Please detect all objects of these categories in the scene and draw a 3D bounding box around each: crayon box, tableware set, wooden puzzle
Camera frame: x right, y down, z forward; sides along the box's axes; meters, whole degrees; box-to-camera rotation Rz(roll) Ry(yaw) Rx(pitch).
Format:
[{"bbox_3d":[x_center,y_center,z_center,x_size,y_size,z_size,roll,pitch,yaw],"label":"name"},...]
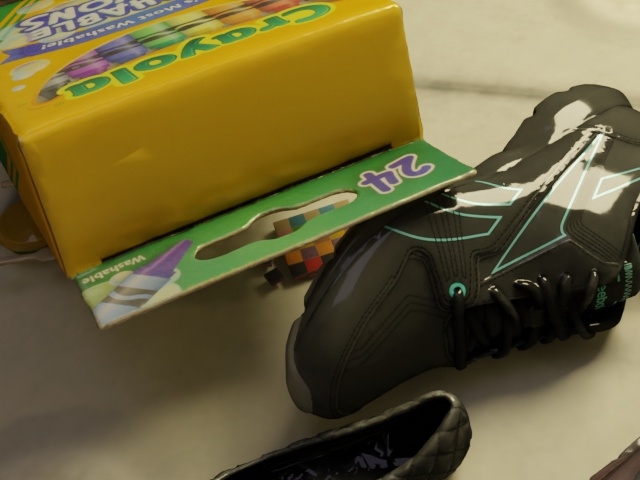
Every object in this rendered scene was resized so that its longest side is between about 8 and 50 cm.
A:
[{"bbox_3d":[-0.084,-0.088,0.614,0.203,0.083,0.323,-23,30,-17],"label":"crayon box"},{"bbox_3d":[-0.157,-0.034,0.707,0.104,0.024,0.154,-6,45,1],"label":"tableware set"},{"bbox_3d":[0.000,0.000,0.652,0.083,0.006,0.049,-17,46,-4],"label":"wooden puzzle"}]

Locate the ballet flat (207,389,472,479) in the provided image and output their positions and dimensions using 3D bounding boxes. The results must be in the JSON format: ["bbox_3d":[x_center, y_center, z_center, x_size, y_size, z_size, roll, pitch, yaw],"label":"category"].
[{"bbox_3d":[-0.009,0.114,0.517,0.173,0.049,0.057,-22,46,-10],"label":"ballet flat"}]

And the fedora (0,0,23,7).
[{"bbox_3d":[-0.210,-0.188,0.811,0.194,0.079,0.194,-16,31,10],"label":"fedora"}]

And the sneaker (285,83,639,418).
[{"bbox_3d":[0.099,0.010,0.559,0.267,0.101,0.106,-36,55,-20],"label":"sneaker"}]

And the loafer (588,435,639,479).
[{"bbox_3d":[0.112,0.162,0.439,0.302,0.095,0.109,-40,82,-19],"label":"loafer"}]
